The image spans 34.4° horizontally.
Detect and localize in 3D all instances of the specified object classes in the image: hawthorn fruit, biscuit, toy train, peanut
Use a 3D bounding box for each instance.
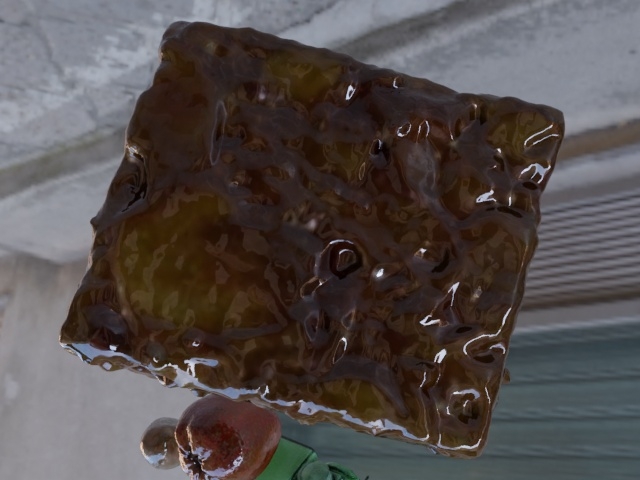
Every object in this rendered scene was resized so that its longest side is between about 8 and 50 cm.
[{"bbox_3d":[-0.121,0.260,1.372,0.138,0.133,0.133,-31,-170,-39],"label":"hawthorn fruit"},{"bbox_3d":[0.000,0.000,0.964,0.395,0.342,0.166,16,171,5],"label":"biscuit"},{"bbox_3d":[-0.017,0.408,1.548,0.188,0.132,0.243,14,138,35],"label":"toy train"},{"bbox_3d":[-0.227,0.300,1.547,0.076,0.076,0.152,8,175,-3],"label":"peanut"}]
